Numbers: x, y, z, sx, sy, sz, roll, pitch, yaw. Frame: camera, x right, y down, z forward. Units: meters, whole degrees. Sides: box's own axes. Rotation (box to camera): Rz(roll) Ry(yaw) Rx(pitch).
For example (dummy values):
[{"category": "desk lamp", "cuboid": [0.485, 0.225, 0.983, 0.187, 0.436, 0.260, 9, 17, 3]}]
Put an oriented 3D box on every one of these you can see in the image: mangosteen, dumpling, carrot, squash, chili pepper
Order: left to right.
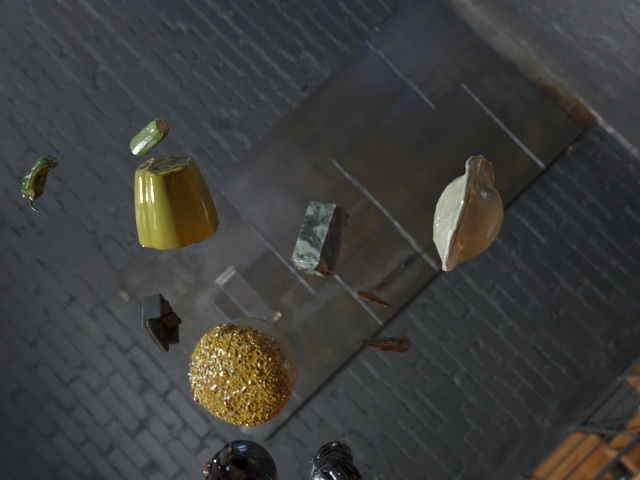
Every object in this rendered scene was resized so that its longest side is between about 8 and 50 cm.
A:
[{"category": "chili pepper", "cuboid": [-0.865, -0.174, 2.462, 0.073, 0.204, 0.072, 34, -156, -2]}, {"category": "squash", "cuboid": [-0.482, -0.287, 2.278, 0.066, 0.066, 0.229, 47, 151, -13]}, {"category": "mangosteen", "cuboid": [-0.245, 0.679, 2.293, 0.211, 0.250, 0.211, 52, -164, -21]}, {"category": "carrot", "cuboid": [0.173, 0.272, 2.153, 0.049, 0.049, 0.254, 44, -164, 31]}, {"category": "dumpling", "cuboid": [0.278, -0.059, 1.551, 0.131, 0.252, 0.179, 23, 137, 22]}]

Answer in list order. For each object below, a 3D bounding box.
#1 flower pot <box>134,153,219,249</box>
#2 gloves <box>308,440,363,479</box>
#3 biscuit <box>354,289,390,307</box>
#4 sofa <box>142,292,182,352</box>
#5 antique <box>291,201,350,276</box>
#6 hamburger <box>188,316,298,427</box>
[{"category": "flower pot", "cuboid": [-0.345, -0.097, 1.884, 0.195, 0.195, 0.179, -141, 36, -58]}, {"category": "gloves", "cuboid": [0.031, 0.540, 1.772, 0.106, 0.129, 0.181, 61, -176, -29]}, {"category": "biscuit", "cuboid": [0.151, 0.173, 2.475, 0.119, 0.019, 0.130, 22, -179, 39]}, {"category": "sofa", "cuboid": [-0.369, 0.196, 1.914, 0.147, 0.060, 0.085, 76, -175, -56]}, {"category": "antique", "cuboid": [0.000, 0.000, 2.120, 0.088, 0.183, 0.086, 9, 164, 34]}, {"category": "hamburger", "cuboid": [-0.195, 0.338, 2.057, 0.276, 0.294, 0.179, 26, -151, 10]}]
